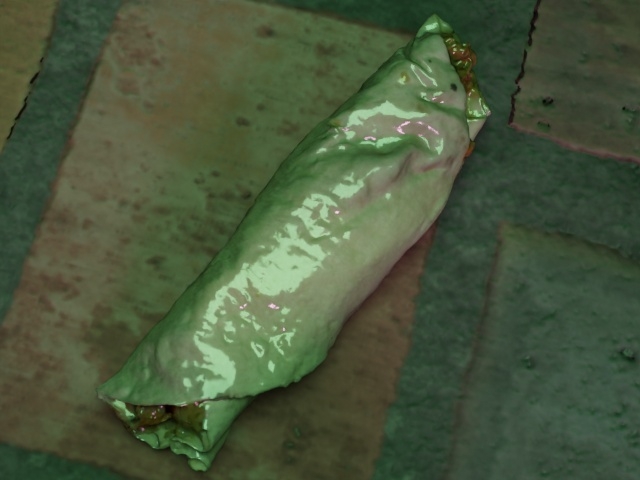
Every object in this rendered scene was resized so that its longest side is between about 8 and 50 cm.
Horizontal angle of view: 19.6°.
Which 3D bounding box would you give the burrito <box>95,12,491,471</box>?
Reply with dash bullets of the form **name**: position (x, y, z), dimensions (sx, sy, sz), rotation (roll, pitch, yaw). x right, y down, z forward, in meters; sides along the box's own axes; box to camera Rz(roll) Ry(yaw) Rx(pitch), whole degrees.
- **burrito**: position (0.000, 0.000, 1.357), dimensions (0.117, 0.076, 0.392), rotation (39, 74, 5)
